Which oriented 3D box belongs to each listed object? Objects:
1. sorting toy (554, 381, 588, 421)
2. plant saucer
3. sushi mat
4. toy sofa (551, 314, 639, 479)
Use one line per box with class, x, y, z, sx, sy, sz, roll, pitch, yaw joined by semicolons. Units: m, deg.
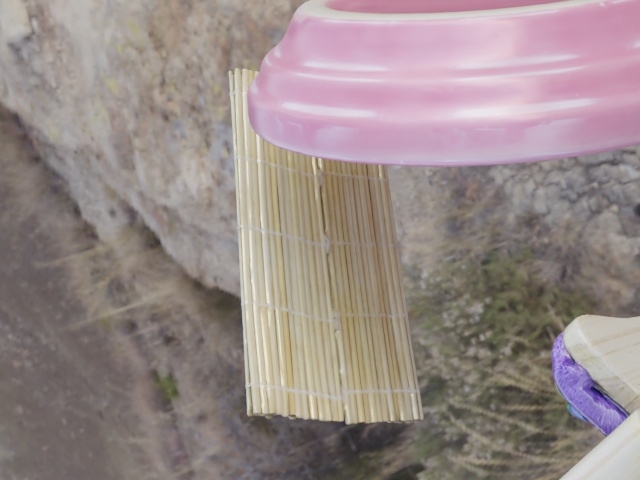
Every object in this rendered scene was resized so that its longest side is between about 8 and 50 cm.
sorting toy;0.269;0.150;1.026;0.061;0.102;0.042;-64;16;-5
plant saucer;0.110;-0.135;0.714;0.332;0.332;0.084;24;125;55
sushi mat;0.000;0.000;0.843;0.019;0.151;0.317;-41;47;49
toy sofa;0.245;0.146;0.666;0.177;0.362;0.150;51;122;24
